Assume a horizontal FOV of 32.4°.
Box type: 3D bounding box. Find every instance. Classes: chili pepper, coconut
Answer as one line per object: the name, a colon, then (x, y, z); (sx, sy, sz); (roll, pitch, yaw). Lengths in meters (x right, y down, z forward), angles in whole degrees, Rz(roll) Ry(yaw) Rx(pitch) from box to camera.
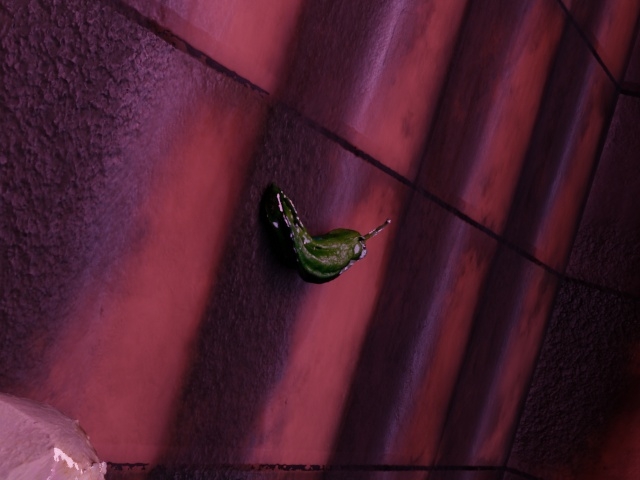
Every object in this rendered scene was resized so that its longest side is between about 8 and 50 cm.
chili pepper: (0.000, 0.001, 1.577); (0.279, 0.065, 0.122); (14, 95, -57)
coconut: (-0.305, 0.241, 1.006); (0.230, 0.227, 0.227); (-53, 145, -31)
